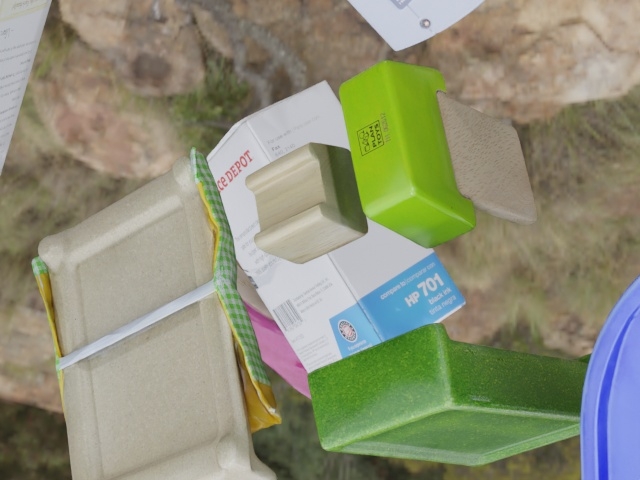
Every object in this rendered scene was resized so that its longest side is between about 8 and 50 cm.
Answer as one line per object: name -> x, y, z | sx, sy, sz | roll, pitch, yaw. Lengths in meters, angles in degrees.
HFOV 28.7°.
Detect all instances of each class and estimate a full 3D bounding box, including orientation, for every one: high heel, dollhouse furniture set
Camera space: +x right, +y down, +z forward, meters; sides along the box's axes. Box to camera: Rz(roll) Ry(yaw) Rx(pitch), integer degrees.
high heel -> -0.089, 0.067, 1.135 | 0.244, 0.082, 0.117 | 12, 109, 18
dollhouse furniture set -> -0.013, 0.050, 0.745 | 0.301, 0.197, 0.151 | -25, 155, 35

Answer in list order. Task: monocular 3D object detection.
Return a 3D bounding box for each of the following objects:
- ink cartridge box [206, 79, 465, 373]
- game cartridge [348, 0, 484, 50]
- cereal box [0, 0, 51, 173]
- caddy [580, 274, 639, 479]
ink cartridge box -> 0.000, 0.000, 0.921 | 0.190, 0.082, 0.139 | 59, 153, 3
game cartridge -> 0.142, -0.368, 1.487 | 0.196, 0.060, 0.294 | 49, 129, -1
cereal box -> -0.226, -0.092, 0.757 | 0.047, 0.173, 0.240 | 21, 105, 3
caddy -> 0.251, 0.125, 0.526 | 0.241, 0.179, 0.341 | 12, 111, 47
